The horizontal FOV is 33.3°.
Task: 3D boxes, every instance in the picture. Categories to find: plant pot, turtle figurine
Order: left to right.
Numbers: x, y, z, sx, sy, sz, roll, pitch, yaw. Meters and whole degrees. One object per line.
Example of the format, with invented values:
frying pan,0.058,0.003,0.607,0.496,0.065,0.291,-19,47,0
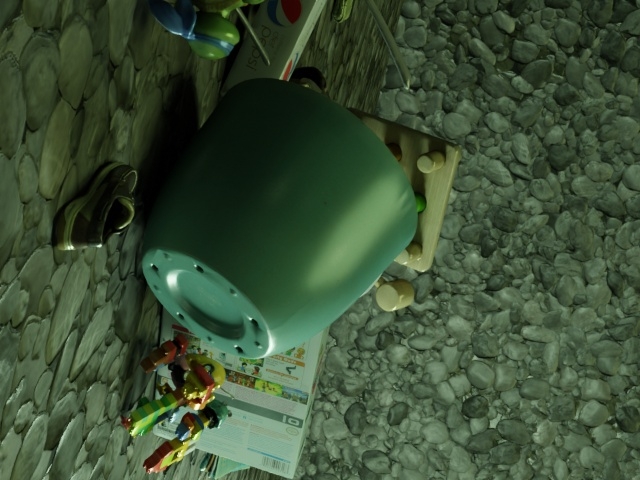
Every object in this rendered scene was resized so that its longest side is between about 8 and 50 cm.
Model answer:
plant pot,-0.070,-0.004,1.266,0.235,0.293,0.293,-52,163,-29
turtle figurine,-0.047,-0.308,1.098,0.198,0.274,0.266,22,-76,62

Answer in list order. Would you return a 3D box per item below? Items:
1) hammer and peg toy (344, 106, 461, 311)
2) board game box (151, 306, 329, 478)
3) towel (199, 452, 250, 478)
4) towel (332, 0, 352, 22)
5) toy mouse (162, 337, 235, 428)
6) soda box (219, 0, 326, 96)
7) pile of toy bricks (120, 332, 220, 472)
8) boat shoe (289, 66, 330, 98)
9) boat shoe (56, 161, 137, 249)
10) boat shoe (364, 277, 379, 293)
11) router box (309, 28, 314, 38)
hammer and peg toy,0.106,-0.050,2.047,0.127,0.266,0.361,-20,128,-56
board game box,-0.111,0.167,1.500,0.097,0.224,0.303,-64,168,-54
towel,-0.144,0.268,2.089,0.271,0.040,0.370,32,69,-76
towel,0.056,-0.526,2.210,0.110,0.027,0.148,-59,162,-71
toy mouse,-0.160,0.200,1.435,0.031,0.161,0.143,-28,143,-34
soda box,-0.055,-0.278,1.449,0.216,0.069,0.074,-63,176,9
pile of toy bricks,-0.213,0.221,1.396,0.105,0.118,0.212,-27,157,-34
boat shoe,-0.058,-0.190,1.684,0.355,0.132,0.130,-73,157,-67
boat shoe,-0.202,-0.029,1.023,0.152,0.049,0.056,-65,168,-58
boat shoe,-0.028,0.080,1.952,0.367,0.156,0.136,-49,135,-6
router box,-0.028,-0.385,1.751,0.092,0.038,0.122,-64,168,-55
